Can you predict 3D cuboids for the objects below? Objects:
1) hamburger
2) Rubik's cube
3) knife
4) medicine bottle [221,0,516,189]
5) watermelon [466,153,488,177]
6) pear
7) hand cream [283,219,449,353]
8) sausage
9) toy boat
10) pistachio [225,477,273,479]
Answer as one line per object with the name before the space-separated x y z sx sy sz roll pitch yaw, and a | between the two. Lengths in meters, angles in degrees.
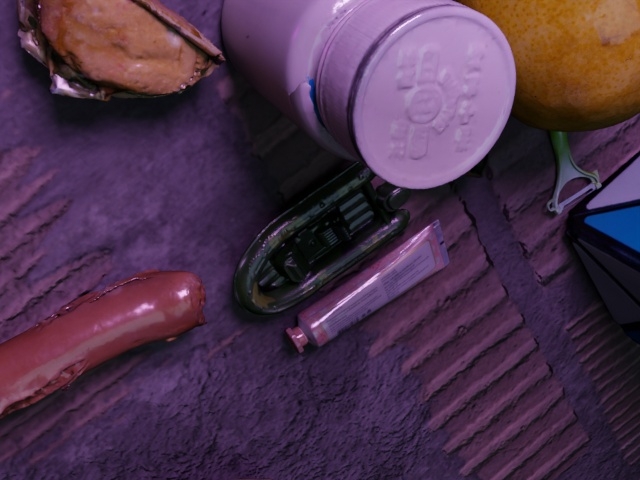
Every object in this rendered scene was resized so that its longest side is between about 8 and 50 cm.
hamburger | -0.173 -0.161 0.587 0.176 0.087 0.102 28 113 -40
Rubik's cube | 0.488 0.020 0.883 0.248 0.250 0.246 -43 125 -2
knife | 0.276 -0.107 0.853 0.078 0.022 0.166 -35 126 -13
medicine bottle | 0.024 -0.144 0.575 0.143 0.258 0.143 -11 120 -20
watermelon | 0.128 -0.099 0.770 0.094 0.125 0.135 -14 145 16
pear | 0.223 -0.203 0.663 0.208 0.209 0.209 -11 119 -20
hand cream | 0.054 0.054 0.827 0.209 0.043 0.067 -32 126 -14
sausage | -0.247 0.105 0.690 0.304 0.078 0.078 -26 123 -11
toy boat | 0.000 0.000 0.763 0.210 0.052 0.104 -36 127 -6
pistachio | -0.156 0.399 0.814 0.332 0.208 0.226 -47 170 -14
